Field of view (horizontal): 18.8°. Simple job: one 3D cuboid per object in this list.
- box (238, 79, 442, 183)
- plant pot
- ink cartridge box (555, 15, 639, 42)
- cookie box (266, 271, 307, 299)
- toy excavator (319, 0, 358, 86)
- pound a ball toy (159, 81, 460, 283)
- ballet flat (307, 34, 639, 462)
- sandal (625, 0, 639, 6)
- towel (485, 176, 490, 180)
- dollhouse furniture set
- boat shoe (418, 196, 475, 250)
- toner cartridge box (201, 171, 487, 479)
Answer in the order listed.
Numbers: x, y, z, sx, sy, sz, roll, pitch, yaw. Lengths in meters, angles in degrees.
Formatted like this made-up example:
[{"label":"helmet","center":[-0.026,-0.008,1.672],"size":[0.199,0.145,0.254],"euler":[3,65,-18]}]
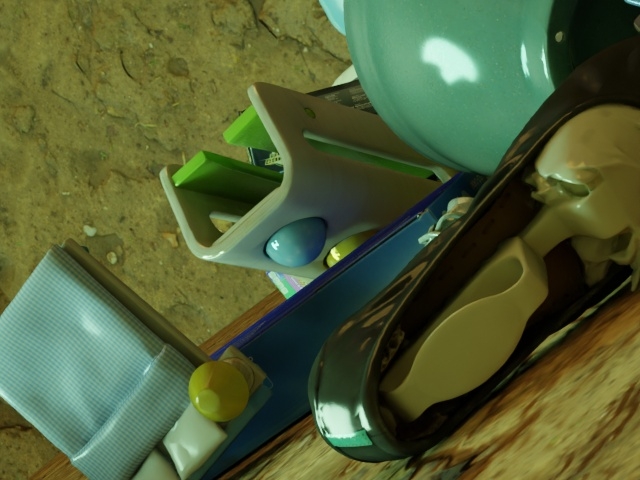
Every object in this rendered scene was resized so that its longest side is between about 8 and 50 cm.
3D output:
[{"label":"box","center":[0.045,-0.076,1.803],"size":[0.220,0.051,0.175],"euler":[-16,-38,-3]},{"label":"plant pot","center":[0.188,-0.166,1.373],"size":[0.293,0.293,0.196],"euler":[-37,26,-10]},{"label":"ink cartridge box","center":[0.282,-0.173,1.735],"size":[0.198,0.115,0.273],"euler":[-38,1,43]},{"label":"cookie box","center":[0.010,0.038,2.040],"size":[0.107,0.092,0.040],"euler":[-36,5,42]},{"label":"toy excavator","center":[0.100,-0.217,1.934],"size":[0.445,0.433,0.222],"euler":[-26,9,43]},{"label":"pound a ball toy","center":[0.000,0.000,1.682],"size":[0.208,0.135,0.319],"euler":[-41,-31,26]},{"label":"ballet flat","center":[0.111,0.009,0.956],"size":[0.280,0.095,0.096],"euler":[-48,13,-7]},{"label":"sandal","center":[0.304,-0.181,1.208],"size":[0.317,0.138,0.126],"euler":[-35,0,8]},{"label":"towel","center":[0.133,-0.070,1.617],"size":[0.021,0.102,0.237],"euler":[-31,11,0]},{"label":"dollhouse furniture set","center":[-0.239,0.128,1.371],"size":[0.303,0.286,0.198],"euler":[-49,-3,21]},{"label":"boat shoe","center":[0.096,0.011,1.113],"size":[0.227,0.081,0.079],"euler":[-38,2,-35]},{"label":"toner cartridge box","center":[-0.009,0.081,1.512],"size":[0.348,0.075,0.165],"euler":[-37,3,22]}]
